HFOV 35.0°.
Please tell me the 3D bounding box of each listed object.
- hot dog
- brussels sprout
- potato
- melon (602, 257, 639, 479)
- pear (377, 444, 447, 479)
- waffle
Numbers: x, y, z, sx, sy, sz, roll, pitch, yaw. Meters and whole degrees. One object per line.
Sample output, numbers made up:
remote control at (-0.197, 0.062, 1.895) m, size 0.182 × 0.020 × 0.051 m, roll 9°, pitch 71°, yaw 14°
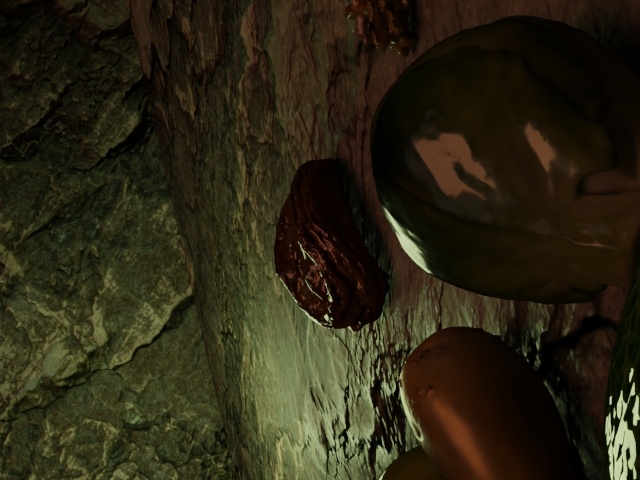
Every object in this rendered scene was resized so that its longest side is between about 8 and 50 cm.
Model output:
hot dog at (-0.002, 0.002, 1.428) m, size 0.175 × 0.114 × 0.259 m, roll 102°, pitch 150°, yaw -50°
brussels sprout at (0.159, -0.057, 0.773) m, size 0.271 × 0.210 × 0.219 m, roll 27°, pitch 134°, yaw 48°
potato at (0.170, 0.192, 0.993) m, size 0.234 × 0.146 × 0.150 m, roll 56°, pitch -163°, yaw 19°
melon at (0.244, 0.100, 0.494) m, size 0.226 × 0.331 × 0.344 m, roll -29°, pitch 48°, yaw 28°
pear at (0.116, 0.311, 1.105) m, size 0.166 × 0.216 × 0.180 m, roll 162°, pitch 107°, yaw -70°
waffle at (0.056, -0.362, 1.087) m, size 0.293 × 0.069 × 0.260 m, roll 109°, pitch 144°, yaw -56°
